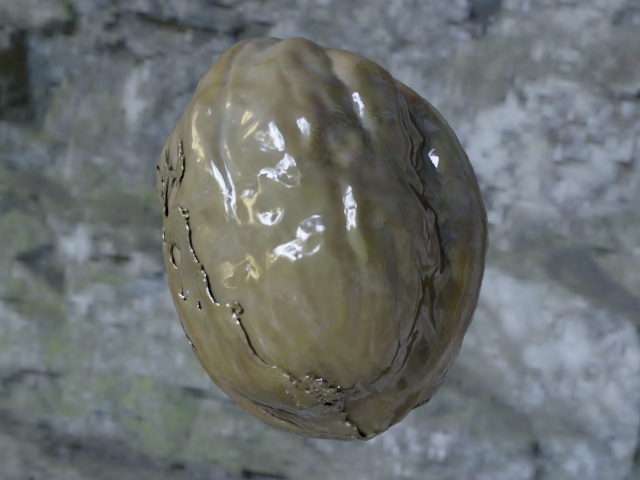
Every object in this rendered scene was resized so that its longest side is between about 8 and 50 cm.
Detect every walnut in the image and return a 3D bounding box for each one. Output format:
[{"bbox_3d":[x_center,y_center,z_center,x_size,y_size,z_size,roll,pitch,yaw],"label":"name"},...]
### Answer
[{"bbox_3d":[0.000,0.000,0.987,0.198,0.245,0.198,-12,-17,-4],"label":"walnut"}]
